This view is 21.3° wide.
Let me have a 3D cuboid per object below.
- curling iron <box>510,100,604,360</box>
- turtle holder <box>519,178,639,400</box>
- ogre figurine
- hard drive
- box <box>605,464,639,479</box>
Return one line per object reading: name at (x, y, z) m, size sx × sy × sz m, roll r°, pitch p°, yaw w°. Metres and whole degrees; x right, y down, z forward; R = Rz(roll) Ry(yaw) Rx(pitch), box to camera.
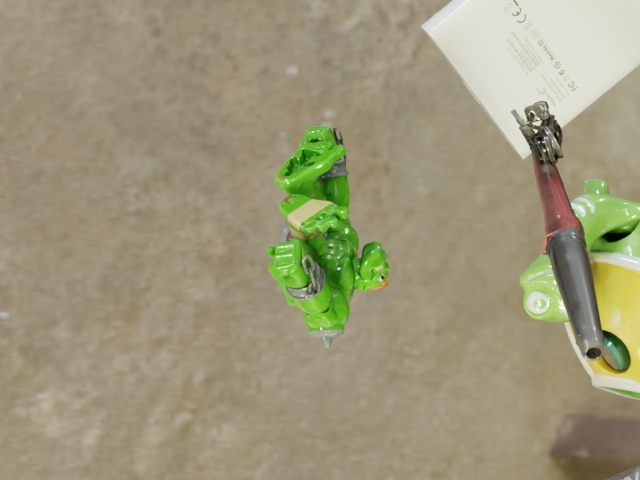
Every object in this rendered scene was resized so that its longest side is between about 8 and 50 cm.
curling iron at (0.179, -0.011, 1.290) m, size 0.274 × 0.035 × 0.068 m, roll -93°, pitch 158°, yaw -46°
turtle holder at (0.373, 0.059, 1.848) m, size 0.320 × 0.243 × 0.227 m, roll 27°, pitch 76°, yaw -66°
ogre figurine at (0.000, 0.000, 1.405) m, size 0.097 × 0.197 × 0.118 m, roll -18°, pitch 125°, yaw -3°
hard drive at (0.290, -0.262, 1.911) m, size 0.307 × 0.040 × 0.203 m, roll -40°, pitch 119°, yaw 2°
box at (0.420, 0.269, 1.862) m, size 0.293 × 0.295 × 0.073 m, roll -12°, pitch 74°, yaw -22°
